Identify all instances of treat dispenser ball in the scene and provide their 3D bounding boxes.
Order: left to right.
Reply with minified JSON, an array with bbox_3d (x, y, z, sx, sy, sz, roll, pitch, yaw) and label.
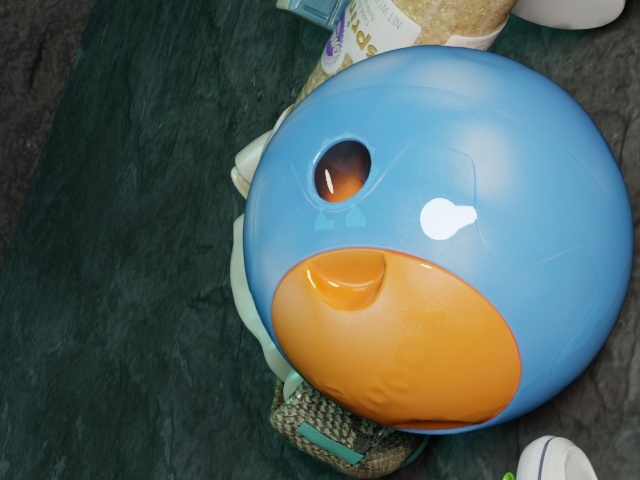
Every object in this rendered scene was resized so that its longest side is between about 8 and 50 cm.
[{"bbox_3d":[0.086,-0.001,1.314,0.288,0.288,0.288,-46,31,39],"label":"treat dispenser ball"}]

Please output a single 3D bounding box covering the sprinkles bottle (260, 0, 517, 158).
[{"bbox_3d":[0.065,-0.151,1.453,0.355,0.121,0.121,123,157,-47],"label":"sprinkles bottle"}]

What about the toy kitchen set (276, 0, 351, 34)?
[{"bbox_3d":[0.072,-0.305,1.827,0.207,0.122,0.166,-67,24,0],"label":"toy kitchen set"}]

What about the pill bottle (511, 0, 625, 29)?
[{"bbox_3d":[0.222,-0.322,1.487,0.152,0.152,0.272,-22,49,58],"label":"pill bottle"}]

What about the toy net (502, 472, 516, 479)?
[{"bbox_3d":[0.144,0.279,1.252,0.122,0.045,0.232,-52,29,27],"label":"toy net"}]

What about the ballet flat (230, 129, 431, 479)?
[{"bbox_3d":[0.000,0.000,1.630,0.164,0.182,0.483,-46,31,33],"label":"ballet flat"}]

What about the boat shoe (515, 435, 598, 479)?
[{"bbox_3d":[0.190,0.226,1.176,0.076,0.083,0.226,-33,51,34],"label":"boat shoe"}]
